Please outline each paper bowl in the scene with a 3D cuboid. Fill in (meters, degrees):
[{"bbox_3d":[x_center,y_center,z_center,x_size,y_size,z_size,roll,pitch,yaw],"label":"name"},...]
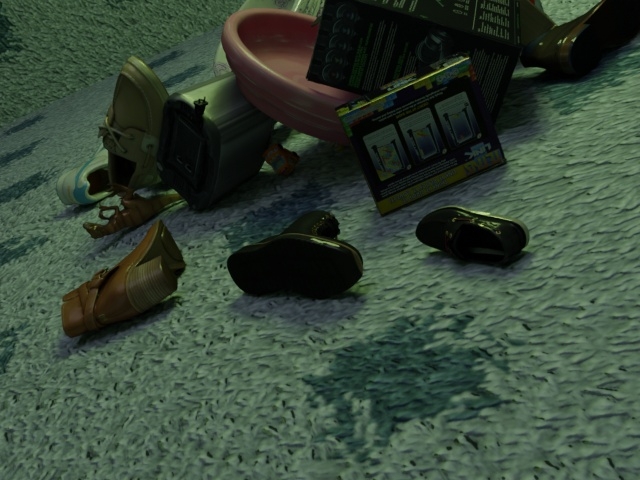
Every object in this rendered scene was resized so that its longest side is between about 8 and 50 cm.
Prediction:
[{"bbox_3d":[-0.078,-0.405,1.842,0.284,0.148,0.284,-34,37,30],"label":"paper bowl"}]

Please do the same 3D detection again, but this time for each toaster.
[{"bbox_3d":[-0.160,-0.165,1.394,0.129,0.227,0.146,41,51,20],"label":"toaster"}]

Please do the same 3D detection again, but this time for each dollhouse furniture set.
[{"bbox_3d":[0.269,-0.326,1.470,0.184,0.129,0.129,-49,13,21],"label":"dollhouse furniture set"}]

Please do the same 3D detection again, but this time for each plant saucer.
[{"bbox_3d":[0.005,-0.241,1.357,0.332,0.084,0.332,16,31,-10],"label":"plant saucer"}]

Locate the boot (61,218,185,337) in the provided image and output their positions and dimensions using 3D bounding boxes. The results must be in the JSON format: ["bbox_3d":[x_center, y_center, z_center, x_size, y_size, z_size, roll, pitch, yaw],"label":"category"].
[{"bbox_3d":[-0.263,0.047,1.187,0.152,0.073,0.197,-26,19,6],"label":"boot"}]

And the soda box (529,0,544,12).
[{"bbox_3d":[0.254,-0.402,1.639,0.286,0.098,0.091,-4,30,42],"label":"soda box"}]

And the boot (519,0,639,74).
[{"bbox_3d":[0.390,-0.316,1.327,0.219,0.082,0.106,-38,28,-27],"label":"boot"}]

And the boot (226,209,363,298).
[{"bbox_3d":[0.000,0.000,1.026,0.198,0.077,0.137,1,28,45],"label":"boot"}]

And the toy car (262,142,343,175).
[{"bbox_3d":[-0.026,-0.136,1.385,0.122,0.060,0.041,-25,53,15],"label":"toy car"}]

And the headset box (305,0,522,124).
[{"bbox_3d":[0.129,-0.288,1.276,0.283,0.131,0.246,16,30,2],"label":"headset box"}]

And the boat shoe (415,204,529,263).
[{"bbox_3d":[0.145,-0.005,0.911,0.042,0.049,0.133,-30,26,-36],"label":"boat shoe"}]

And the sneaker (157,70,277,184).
[{"bbox_3d":[-0.186,-0.196,1.635,0.343,0.134,0.146,-26,-15,12],"label":"sneaker"}]

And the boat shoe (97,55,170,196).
[{"bbox_3d":[-0.303,-0.171,1.454,0.098,0.109,0.302,-37,-16,-26],"label":"boat shoe"}]

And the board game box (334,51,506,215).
[{"bbox_3d":[0.122,-0.129,1.093,0.170,0.141,0.048,-23,23,2],"label":"board game box"}]

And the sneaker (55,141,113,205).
[{"bbox_3d":[-0.407,-0.143,1.764,0.092,0.087,0.229,4,42,38],"label":"sneaker"}]

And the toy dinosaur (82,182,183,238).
[{"bbox_3d":[-0.295,-0.053,1.489,0.211,0.064,0.112,-27,49,-23],"label":"toy dinosaur"}]
